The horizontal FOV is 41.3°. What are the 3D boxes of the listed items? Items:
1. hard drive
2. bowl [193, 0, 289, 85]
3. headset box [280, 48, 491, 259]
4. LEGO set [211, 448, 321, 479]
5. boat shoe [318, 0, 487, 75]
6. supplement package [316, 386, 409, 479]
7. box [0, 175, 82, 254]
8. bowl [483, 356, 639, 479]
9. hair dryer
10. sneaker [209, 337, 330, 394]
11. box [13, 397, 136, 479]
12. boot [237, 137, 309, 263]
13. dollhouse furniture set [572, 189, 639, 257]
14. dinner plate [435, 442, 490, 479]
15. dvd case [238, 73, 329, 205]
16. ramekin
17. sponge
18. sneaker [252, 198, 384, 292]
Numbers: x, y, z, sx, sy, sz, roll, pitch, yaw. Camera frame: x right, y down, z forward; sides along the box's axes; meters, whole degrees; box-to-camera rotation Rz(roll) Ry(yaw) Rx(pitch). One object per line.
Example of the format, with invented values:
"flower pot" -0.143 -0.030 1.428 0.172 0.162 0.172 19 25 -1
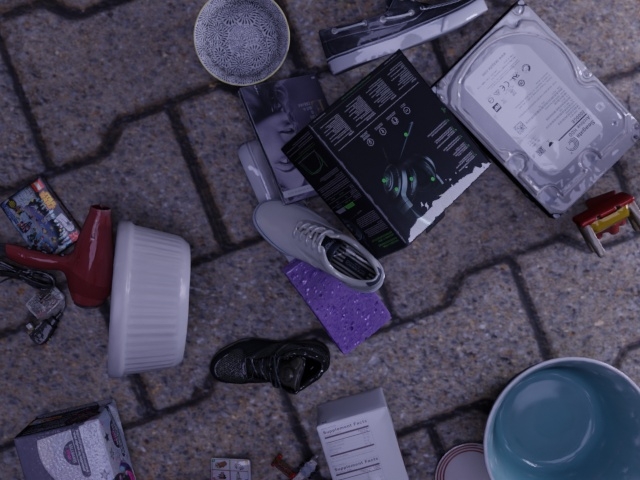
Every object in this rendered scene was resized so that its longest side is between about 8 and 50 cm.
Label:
"hard drive" 0.395 -0.237 1.559 0.237 0.064 0.339 -44 96 3
"bowl" -0.139 -0.360 1.524 0.170 0.080 0.170 0 95 -1
"headset box" 0.123 -0.140 1.481 0.283 0.131 0.246 49 64 -5
"LEGO set" -0.084 0.499 1.636 0.244 0.060 0.182 -1 99 8
"boat shoe" 0.145 -0.394 1.521 0.301 0.108 0.102 -19 97 8
"supplement package" 0.089 0.419 1.576 0.134 0.139 0.244 -16 96 2
"box" -0.515 -0.038 1.572 0.094 0.027 0.137 -35 96 2
"bowl" 0.437 0.349 1.566 0.312 0.163 0.311 0 96 -1
"hair dryer" -0.482 0.045 1.531 0.293 0.080 0.223 -39 111 4
"sneaker" -0.096 0.230 1.560 0.228 0.130 0.087 -1 94 1
"box" -0.436 0.442 1.564 0.163 0.142 0.247 -13 96 0
"boot" -0.046 -0.078 1.546 0.123 0.095 0.258 -24 97 4
"dollhouse furniture set" 0.608 -0.135 1.513 0.374 0.201 0.152 -28 96 8
"dinner plate" 0.292 0.459 1.646 0.141 0.017 0.141 0 95 -2
"dvd case" -0.036 -0.184 1.511 0.165 0.018 0.221 -18 83 -33
"ramekin" -0.300 0.106 1.482 0.127 0.273 0.272 5 96 -13
"sponge" 0.033 0.098 1.554 0.117 0.031 0.210 -39 115 -10
"sneaker" 0.000 0.000 1.457 0.258 0.091 0.094 28 77 4
